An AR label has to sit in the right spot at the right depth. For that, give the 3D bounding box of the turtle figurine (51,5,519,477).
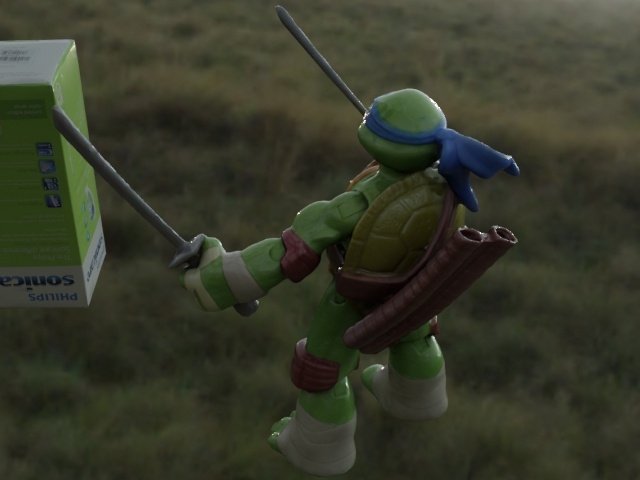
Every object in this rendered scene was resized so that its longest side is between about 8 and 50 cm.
[{"bbox_3d":[0.000,0.000,0.916,0.274,0.266,0.198,8,33,14],"label":"turtle figurine"}]

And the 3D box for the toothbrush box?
[{"bbox_3d":[-0.364,-0.070,1.531,0.206,0.283,0.122,-1,31,4],"label":"toothbrush box"}]
